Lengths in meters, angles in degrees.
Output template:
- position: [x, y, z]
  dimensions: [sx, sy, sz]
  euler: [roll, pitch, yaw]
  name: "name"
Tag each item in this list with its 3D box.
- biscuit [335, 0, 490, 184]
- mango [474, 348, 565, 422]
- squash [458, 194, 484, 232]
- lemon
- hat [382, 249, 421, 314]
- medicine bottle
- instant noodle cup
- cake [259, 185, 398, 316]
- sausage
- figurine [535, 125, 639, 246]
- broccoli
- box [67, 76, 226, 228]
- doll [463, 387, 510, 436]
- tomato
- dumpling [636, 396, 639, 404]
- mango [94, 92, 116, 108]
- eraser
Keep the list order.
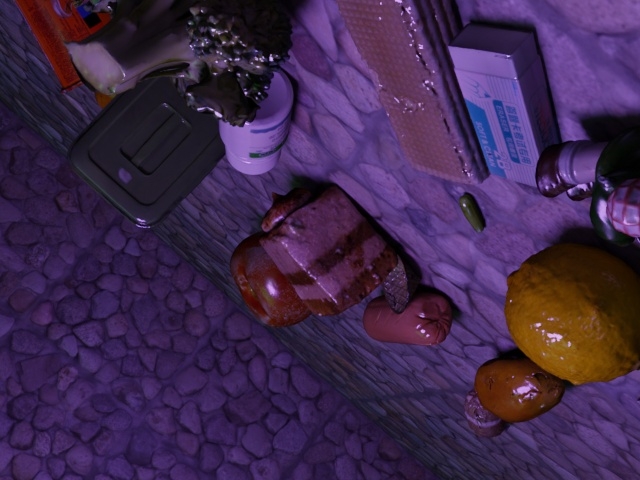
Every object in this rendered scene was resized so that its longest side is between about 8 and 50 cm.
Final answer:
- position: [0.114, -0.241, 0.907]
  dimensions: [0.144, 0.078, 0.426]
  euler: [24, 155, 44]
  name: "biscuit"
- position: [0.426, 0.313, 1.505]
  dimensions: [0.156, 0.151, 0.248]
  euler: [12, 161, -16]
  name: "mango"
- position: [0.254, -0.042, 1.177]
  dimensions: [0.027, 0.027, 0.089]
  euler: [18, 153, 49]
  name: "squash"
- position: [0.372, 0.104, 1.016]
  dimensions: [0.231, 0.192, 0.192]
  euler: [36, 162, 31]
  name: "lemon"
- position: [0.192, 0.086, 1.553]
  dimensions: [0.146, 0.067, 0.146]
  euler: [174, 90, -74]
  name: "hat"
- position: [-0.124, -0.222, 1.331]
  dimensions: [0.139, 0.139, 0.237]
  euler: [38, 161, 8]
  name: "medicine bottle"
- position: [-0.453, -0.431, 1.357]
  dimensions: [0.250, 0.250, 0.192]
  euler: [11, 138, 56]
  name: "instant noodle cup"
- position: [0.000, 0.000, 1.519]
  dimensions: [0.293, 0.196, 0.199]
  euler: [52, 163, -5]
  name: "cake"
- position: [0.201, 0.183, 1.647]
  dimensions: [0.121, 0.121, 0.304]
  euler: [44, 161, -11]
  name: "sausage"
- position: [0.384, -0.045, 0.711]
  dimensions: [0.281, 0.167, 0.370]
  euler: [7, -170, -28]
  name: "figurine"
- position: [-0.202, -0.327, 1.051]
  dimensions: [0.338, 0.317, 0.277]
  euler: [27, 145, -23]
  name: "broccoli"
- position: [-0.362, -0.208, 1.560]
  dimensions: [0.253, 0.329, 0.178]
  euler: [43, 170, -7]
  name: "box"
- position: [0.439, 0.461, 1.862]
  dimensions: [0.105, 0.115, 0.221]
  euler: [18, 159, 29]
  name: "doll"
- position: [-0.103, 0.092, 1.888]
  dimensions: [0.270, 0.222, 0.270]
  euler: [44, 150, 34]
  name: "tomato"
- position: [0.527, 0.189, 0.958]
  dimensions: [0.142, 0.172, 0.247]
  euler: [70, 158, 9]
  name: "dumpling"
- position: [-0.535, -0.386, 1.841]
  dimensions: [0.115, 0.089, 0.165]
  euler: [43, 159, -11]
  name: "mango"
- position: [0.237, -0.163, 0.886]
  dimensions: [0.095, 0.052, 0.225]
  euler: [25, 156, 43]
  name: "eraser"
